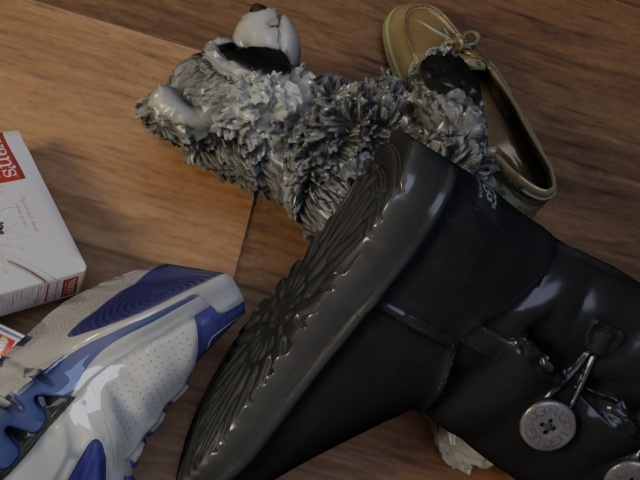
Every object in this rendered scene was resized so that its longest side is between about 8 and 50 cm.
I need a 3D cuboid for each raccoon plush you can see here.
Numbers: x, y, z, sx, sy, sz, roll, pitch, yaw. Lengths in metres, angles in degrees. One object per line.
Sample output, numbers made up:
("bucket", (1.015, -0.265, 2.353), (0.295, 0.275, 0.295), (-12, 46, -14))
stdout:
("raccoon plush", (0.000, 0.000, 0.741), (0.299, 0.216, 0.446), (-6, 75, -3))

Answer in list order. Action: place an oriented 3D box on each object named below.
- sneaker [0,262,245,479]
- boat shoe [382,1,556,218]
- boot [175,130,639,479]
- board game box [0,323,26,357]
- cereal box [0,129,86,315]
("sneaker", (-0.190, 0.163, 0.664), (0.315, 0.127, 0.182), (-37, 118, -31))
("boat shoe", (0.167, -0.154, 0.882), (0.105, 0.089, 0.285), (-27, 78, -20))
("boot", (0.152, 0.169, 0.658), (0.445, 0.367, 0.146), (30, 30, -14))
("board game box", (-0.378, 0.186, 0.656), (0.193, 0.053, 0.305), (26, 67, -3))
("cereal box", (-0.345, -0.001, 0.688), (0.240, 0.047, 0.173), (-18, 64, -33))
